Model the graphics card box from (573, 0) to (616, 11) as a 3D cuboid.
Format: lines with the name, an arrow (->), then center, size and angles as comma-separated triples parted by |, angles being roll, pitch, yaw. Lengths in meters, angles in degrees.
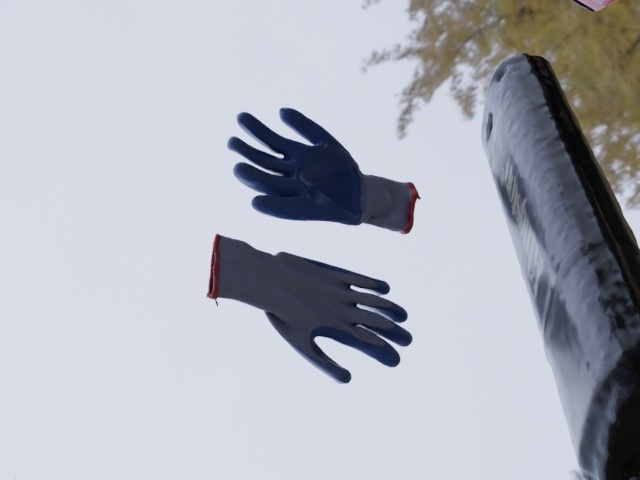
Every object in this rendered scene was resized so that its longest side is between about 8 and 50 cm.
graphics card box -> 0.318, -0.341, 0.834 | 0.094, 0.371, 0.233 | 27, -101, -16

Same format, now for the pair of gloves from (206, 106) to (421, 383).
pair of gloves -> 0.000, 0.000, 0.744 | 0.159, 0.023, 0.198 | 20, -125, -22

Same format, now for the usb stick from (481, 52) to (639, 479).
usb stick -> 0.114, -0.002, 0.496 | 0.045, 0.077, 0.278 | -5, -146, 2
